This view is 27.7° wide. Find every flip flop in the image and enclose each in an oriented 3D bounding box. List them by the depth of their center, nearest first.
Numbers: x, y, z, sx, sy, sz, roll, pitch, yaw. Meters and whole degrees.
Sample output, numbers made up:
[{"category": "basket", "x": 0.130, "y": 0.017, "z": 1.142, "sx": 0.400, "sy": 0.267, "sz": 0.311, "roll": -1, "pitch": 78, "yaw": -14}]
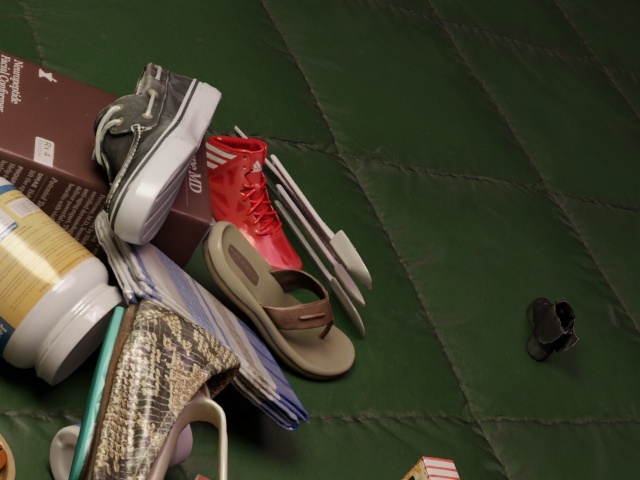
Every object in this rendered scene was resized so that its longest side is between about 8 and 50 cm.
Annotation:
[{"category": "flip flop", "x": -0.038, "y": 0.072, "z": 1.615, "sx": 0.277, "sy": 0.080, "sz": 0.112, "roll": 50, "pitch": 26, "yaw": -28}]

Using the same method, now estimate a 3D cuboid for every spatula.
[{"category": "spatula", "x": 0.000, "y": 0.000, "z": 1.734, "sx": 0.019, "sy": 0.168, "sz": 0.242, "roll": -28, "pitch": 63, "yaw": -13}]

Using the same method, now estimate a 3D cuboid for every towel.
[{"category": "towel", "x": -0.138, "y": 0.090, "z": 1.467, "sx": 0.285, "sy": 0.034, "sz": 0.209, "roll": 43, "pitch": 5, "yaw": -33}]

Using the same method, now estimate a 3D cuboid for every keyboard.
[{"category": "keyboard", "x": -0.046, "y": -0.065, "z": 1.807, "sx": 0.014, "sy": 0.072, "sz": 0.256, "roll": -31, "pitch": 54, "yaw": -16}]

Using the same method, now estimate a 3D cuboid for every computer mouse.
[{"category": "computer mouse", "x": -0.170, "y": 0.122, "z": 1.518, "sx": 0.242, "sy": 0.041, "sz": 0.071, "roll": 35, "pitch": 34, "yaw": -3}]

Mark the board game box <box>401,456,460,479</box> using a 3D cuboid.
[{"category": "board game box", "x": 0.091, "y": 0.342, "z": 1.352, "sx": 0.045, "sy": 0.193, "sz": 0.147, "roll": 13, "pitch": 41, "yaw": -32}]

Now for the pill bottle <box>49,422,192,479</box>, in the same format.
[{"category": "pill bottle", "x": -0.203, "y": 0.216, "z": 1.337, "sx": 0.137, "sy": 0.078, "sz": 0.078, "roll": -10, "pitch": 55, "yaw": -49}]

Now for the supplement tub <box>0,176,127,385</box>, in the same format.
[{"category": "supplement tub", "x": -0.319, "y": 0.044, "z": 1.378, "sx": 0.199, "sy": 0.144, "sz": 0.144, "roll": 40, "pitch": 33, "yaw": 5}]

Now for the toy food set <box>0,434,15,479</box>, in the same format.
[{"category": "toy food set", "x": -0.351, "y": 0.208, "z": 1.243, "sx": 0.192, "sy": 0.038, "sz": 0.132, "roll": 43, "pitch": 33, "yaw": 9}]

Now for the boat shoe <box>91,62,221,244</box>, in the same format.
[{"category": "boat shoe", "x": -0.204, "y": -0.103, "z": 1.470, "sx": 0.119, "sy": 0.121, "sz": 0.335, "roll": 25, "pitch": 26, "yaw": -6}]

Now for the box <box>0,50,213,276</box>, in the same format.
[{"category": "box", "x": -0.328, "y": -0.095, "z": 1.549, "sx": 0.381, "sy": 0.143, "sz": 0.191, "roll": 20, "pitch": 37, "yaw": -27}]

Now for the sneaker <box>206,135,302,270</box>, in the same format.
[{"category": "sneaker", "x": -0.091, "y": -0.050, "z": 1.720, "sx": 0.221, "sy": 0.128, "sz": 0.087, "roll": 41, "pitch": 34, "yaw": 9}]

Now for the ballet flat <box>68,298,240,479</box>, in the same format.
[{"category": "ballet flat", "x": -0.177, "y": 0.262, "z": 1.144, "sx": 0.182, "sy": 0.164, "sz": 0.483, "roll": 23, "pitch": 49, "yaw": -4}]

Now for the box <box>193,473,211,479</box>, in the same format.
[{"category": "box", "x": -0.102, "y": 0.340, "z": 1.268, "sx": 0.130, "sy": 0.091, "sz": 0.170, "roll": 29, "pitch": 34, "yaw": -13}]

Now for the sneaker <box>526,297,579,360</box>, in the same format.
[{"category": "sneaker", "x": 0.355, "y": 0.121, "z": 1.963, "sx": 0.051, "sy": 0.089, "sz": 0.170, "roll": 32, "pitch": 34, "yaw": -8}]
